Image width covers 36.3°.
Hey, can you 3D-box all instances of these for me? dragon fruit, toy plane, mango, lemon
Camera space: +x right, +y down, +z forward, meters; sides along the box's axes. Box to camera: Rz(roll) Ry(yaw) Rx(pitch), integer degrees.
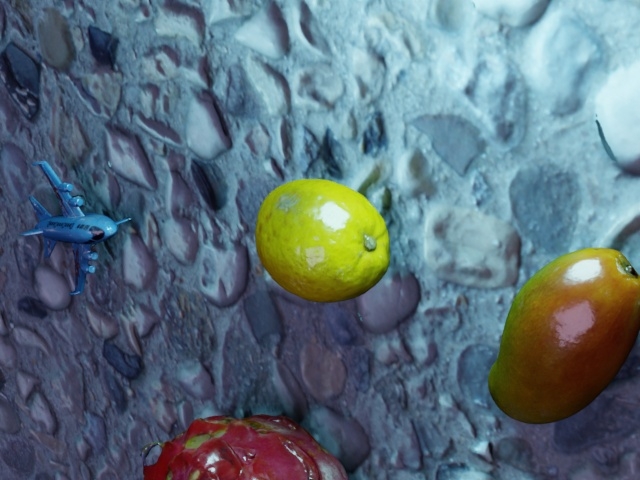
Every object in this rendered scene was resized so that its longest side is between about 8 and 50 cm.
[{"bbox_3d":[-0.142,0.450,1.505,0.370,0.249,0.386,13,79,26],"label":"dragon fruit"},{"bbox_3d":[-0.440,-0.022,1.755,0.271,0.105,0.254,0,107,40],"label":"toy plane"},{"bbox_3d":[0.288,0.129,1.171,0.146,0.129,0.289,35,135,24],"label":"mango"},{"bbox_3d":[0.000,0.000,1.343,0.207,0.170,0.170,14,116,45],"label":"lemon"}]
